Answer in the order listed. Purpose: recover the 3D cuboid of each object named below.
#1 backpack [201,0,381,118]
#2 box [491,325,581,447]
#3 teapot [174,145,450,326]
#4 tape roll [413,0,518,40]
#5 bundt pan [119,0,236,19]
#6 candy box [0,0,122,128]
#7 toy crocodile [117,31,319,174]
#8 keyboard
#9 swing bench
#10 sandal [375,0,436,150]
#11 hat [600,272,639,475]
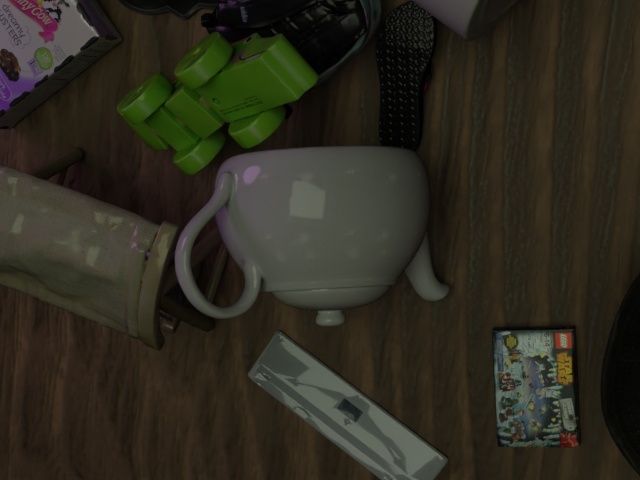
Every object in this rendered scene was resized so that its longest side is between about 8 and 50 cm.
[{"bbox_3d":[-0.021,-0.244,1.347,0.182,0.115,0.152,-28,107,29],"label":"backpack"},{"bbox_3d":[0.245,0.166,1.363,0.094,0.027,0.137,-3,95,15],"label":"box"},{"bbox_3d":[0.000,0.000,1.297,0.256,0.252,0.187,-2,88,11],"label":"teapot"},{"bbox_3d":[0.194,-0.340,1.194,0.100,0.286,0.286,37,104,9],"label":"tape roll"},{"bbox_3d":[-0.188,-0.424,1.378,0.331,0.124,0.331,2,97,16],"label":"bundt pan"},{"bbox_3d":[-0.370,-0.259,1.472,0.196,0.070,0.165,-35,86,17],"label":"candy box"},{"bbox_3d":[-0.120,-0.161,1.316,0.115,0.105,0.340,44,149,-20],"label":"toy crocodile"},{"bbox_3d":[0.030,0.211,1.439,0.256,0.014,0.072,36,99,9],"label":"keyboard"},{"bbox_3d":[-0.254,0.007,1.370,0.253,0.255,0.165,21,101,13],"label":"swing bench"},{"bbox_3d":[0.097,-0.187,1.369,0.067,0.040,0.179,13,113,20],"label":"sandal"},{"bbox_3d":[0.437,0.120,1.250,0.331,0.134,0.331,0,94,-3],"label":"hat"}]
